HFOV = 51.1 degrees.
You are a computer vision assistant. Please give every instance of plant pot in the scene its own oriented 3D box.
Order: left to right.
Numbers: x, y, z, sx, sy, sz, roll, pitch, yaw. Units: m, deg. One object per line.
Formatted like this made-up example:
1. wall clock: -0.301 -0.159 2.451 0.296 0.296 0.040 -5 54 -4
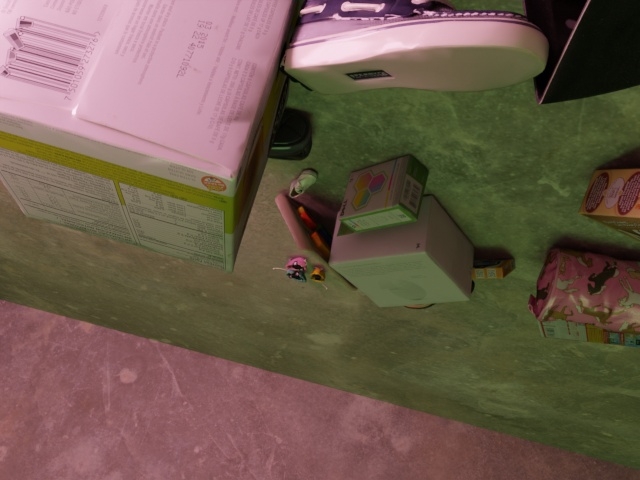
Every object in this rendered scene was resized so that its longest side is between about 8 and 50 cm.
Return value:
1. plant pot: 0.317 -0.266 0.678 0.167 0.188 0.187 0 155 0

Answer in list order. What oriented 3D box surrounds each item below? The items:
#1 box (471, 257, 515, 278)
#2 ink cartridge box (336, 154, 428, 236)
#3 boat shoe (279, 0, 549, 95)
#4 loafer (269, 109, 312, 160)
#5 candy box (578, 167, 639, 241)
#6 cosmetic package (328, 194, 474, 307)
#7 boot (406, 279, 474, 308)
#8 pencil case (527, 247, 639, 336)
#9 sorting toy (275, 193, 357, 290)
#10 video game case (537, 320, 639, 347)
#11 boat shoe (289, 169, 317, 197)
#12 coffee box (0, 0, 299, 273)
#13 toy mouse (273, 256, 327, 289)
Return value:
1. box: 0.350 0.062 1.473 0.136 0.028 0.081 -1 -167 35
2. ink cartridge box: 0.098 -0.080 1.274 0.062 0.109 0.209 34 151 -34
3. boat shoe: 0.101 -0.263 0.771 0.341 0.158 0.127 8 172 37
4. loafer: -0.163 -0.190 1.211 0.303 0.109 0.095 9 159 8
5. candy box: 0.554 -0.036 0.976 0.183 0.087 0.316 22 180 -14
6. cosmetic package: 0.175 0.030 1.414 0.224 0.138 0.225 -8 149 33
7. boot: 0.251 0.093 1.616 0.198 0.076 0.137 -22 133 35
8. pencil case: 0.624 0.124 1.337 0.386 0.167 0.160 14 180 5
9. sorting toy: 0.000 0.000 1.463 0.038 0.193 0.208 -40 135 12
10. video game case: 0.681 0.207 1.640 0.285 0.025 0.204 3 153 26
11. boat shoe: -0.038 -0.113 1.375 0.035 0.035 0.100 26 154 -21
12. coffee box: -0.235 -0.197 0.948 0.338 0.337 0.334 15 157 -1
13. toy mouse: -0.057 0.076 1.799 0.143 0.031 0.161 9 155 15
